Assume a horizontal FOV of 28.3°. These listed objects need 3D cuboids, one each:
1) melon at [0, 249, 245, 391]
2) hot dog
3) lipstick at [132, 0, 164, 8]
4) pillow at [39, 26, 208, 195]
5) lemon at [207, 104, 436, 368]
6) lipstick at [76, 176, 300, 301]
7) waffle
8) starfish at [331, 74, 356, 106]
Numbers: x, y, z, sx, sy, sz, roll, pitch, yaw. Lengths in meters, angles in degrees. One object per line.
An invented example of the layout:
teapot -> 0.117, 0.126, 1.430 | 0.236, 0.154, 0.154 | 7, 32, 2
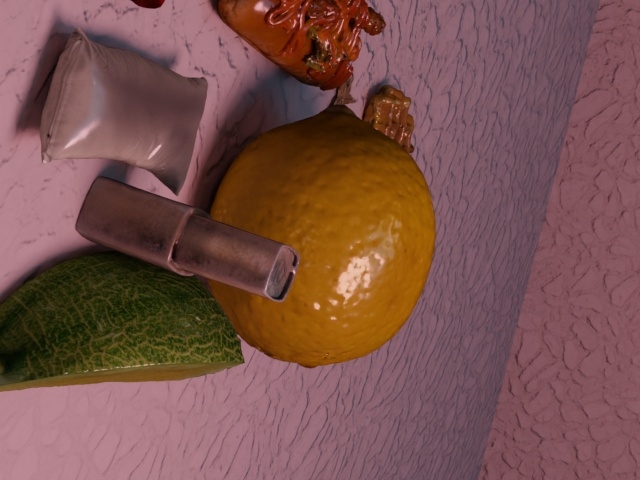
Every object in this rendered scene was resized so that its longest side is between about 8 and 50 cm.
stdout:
melon -> -0.246, 0.103, 1.420 | 0.323, 0.196, 0.124 | -7, 135, -56
hot dog -> -0.016, -0.296, 1.656 | 0.158, 0.117, 0.349 | -68, 157, -4
lipstick -> -0.142, -0.383, 1.378 | 0.280, 0.073, 0.073 | -65, 156, -10
pillow -> -0.209, -0.134, 1.394 | 0.254, 0.078, 0.144 | 12, 84, -63
lemon -> -0.001, 0.002, 1.696 | 0.336, 0.336, 0.336 | -46, 147, -43
lipstick -> -0.149, 0.001, 1.428 | 0.077, 0.253, 0.079 | -68, 154, -6
waffle -> 0.082, -0.119, 2.081 | 0.253, 0.056, 0.249 | -46, 146, -42
starfish -> 0.032, -0.219, 1.946 | 0.086, 0.016, 0.092 | -47, 153, -45
